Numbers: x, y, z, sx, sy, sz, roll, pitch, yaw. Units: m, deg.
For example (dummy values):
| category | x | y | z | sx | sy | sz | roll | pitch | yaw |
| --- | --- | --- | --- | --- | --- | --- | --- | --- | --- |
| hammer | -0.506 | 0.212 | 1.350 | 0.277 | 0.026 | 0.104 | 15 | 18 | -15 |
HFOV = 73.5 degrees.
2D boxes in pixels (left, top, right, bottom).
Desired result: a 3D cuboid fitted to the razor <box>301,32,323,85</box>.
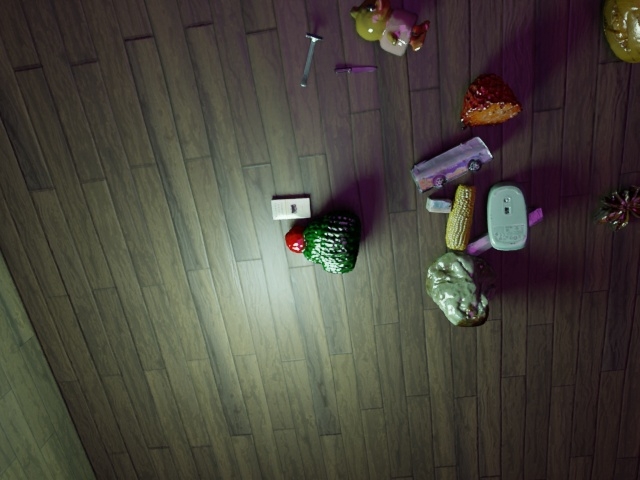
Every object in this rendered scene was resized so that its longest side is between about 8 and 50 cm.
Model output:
| category | x | y | z | sx | sy | sz | roll | pitch | yaw |
| --- | --- | --- | --- | --- | --- | --- | --- | --- | --- |
| razor | -0.044 | -0.701 | 1.671 | 0.068 | 0.037 | 0.191 | 12 | 112 | -7 |

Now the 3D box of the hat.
| category | x | y | z | sx | sy | sz | roll | pitch | yaw |
| --- | --- | --- | --- | --- | --- | --- | --- | --- | --- |
| hat | 0.000 | 0.000 | 1.833 | 0.333 | 0.242 | 0.273 | 6 | 98 | 14 |

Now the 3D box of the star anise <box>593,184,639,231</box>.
| category | x | y | z | sx | sy | sz | roll | pitch | yaw |
| --- | --- | --- | --- | --- | --- | --- | --- | --- | --- |
| star anise | 1.278 | -0.139 | 1.805 | 0.220 | 0.099 | 0.214 | 5 | 124 | -5 |

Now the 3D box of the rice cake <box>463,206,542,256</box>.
| category | x | y | z | sx | sy | sz | roll | pitch | yaw |
| --- | --- | --- | --- | --- | --- | --- | --- | --- | --- |
| rice cake | 0.793 | -0.035 | 1.874 | 0.365 | 0.056 | 0.072 | -32 | 99 | 13 |

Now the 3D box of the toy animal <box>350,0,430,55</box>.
| category | x | y | z | sx | sy | sz | roll | pitch | yaw |
| --- | --- | --- | --- | --- | --- | --- | --- | --- | --- |
| toy animal | 0.245 | -0.791 | 1.571 | 0.281 | 0.195 | 0.169 | 26 | 149 | -11 |

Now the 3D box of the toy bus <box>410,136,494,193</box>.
| category | x | y | z | sx | sy | sz | roll | pitch | yaw |
| --- | --- | --- | --- | --- | --- | --- | --- | --- | --- |
| toy bus | 0.535 | -0.310 | 1.762 | 0.317 | 0.112 | 0.137 | -27 | 97 | 10 |

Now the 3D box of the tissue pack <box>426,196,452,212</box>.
| category | x | y | z | sx | sy | sz | roll | pitch | yaw |
| --- | --- | --- | --- | --- | --- | --- | --- | --- | --- |
| tissue pack | 0.508 | -0.152 | 1.833 | 0.095 | 0.074 | 0.058 | 3 | 107 | -2 |

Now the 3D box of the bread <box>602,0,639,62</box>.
| category | x | y | z | sx | sy | sz | roll | pitch | yaw |
| --- | --- | --- | --- | --- | --- | --- | --- | --- | --- |
| bread | 1.119 | -0.776 | 1.524 | 0.143 | 0.195 | 0.269 | -31 | 109 | 2 |

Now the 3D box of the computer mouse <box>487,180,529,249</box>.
| category | x | y | z | sx | sy | sz | roll | pitch | yaw |
| --- | --- | --- | --- | --- | --- | --- | --- | --- | --- |
| computer mouse | 0.787 | -0.104 | 1.802 | 0.160 | 0.097 | 0.288 | -4 | 90 | 21 |

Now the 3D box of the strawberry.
| category | x | y | z | sx | sy | sz | roll | pitch | yaw |
| --- | --- | --- | --- | --- | --- | --- | --- | --- | --- |
| strawberry | 0.647 | -0.544 | 1.656 | 0.234 | 0.234 | 0.177 | -4 | 82 | 3 |

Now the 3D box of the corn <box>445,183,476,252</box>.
| category | x | y | z | sx | sy | sz | roll | pitch | yaw |
| --- | --- | --- | --- | --- | --- | --- | --- | --- | --- |
| corn | 0.599 | -0.088 | 1.839 | 0.102 | 0.101 | 0.310 | 2 | 110 | 1 |

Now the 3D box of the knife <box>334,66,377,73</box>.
| category | x | y | z | sx | sy | sz | roll | pitch | yaw |
| --- | --- | --- | --- | --- | --- | --- | --- | --- | --- |
| knife | 0.139 | -0.672 | 1.690 | 0.171 | 0.010 | 0.023 | -3 | 109 | 1 |

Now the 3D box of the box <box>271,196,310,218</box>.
| category | x | y | z | sx | sy | sz | roll | pitch | yaw |
| --- | --- | --- | --- | --- | --- | --- | --- | --- | --- |
| box | -0.129 | -0.141 | 1.884 | 0.167 | 0.024 | 0.089 | -3 | 110 | 3 |

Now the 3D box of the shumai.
| category | x | y | z | sx | sy | sz | roll | pitch | yaw |
| --- | --- | --- | --- | --- | --- | --- | --- | --- | --- |
| shumai | 0.623 | 0.231 | 1.851 | 0.310 | 0.263 | 0.303 | -18 | 122 | 16 |
